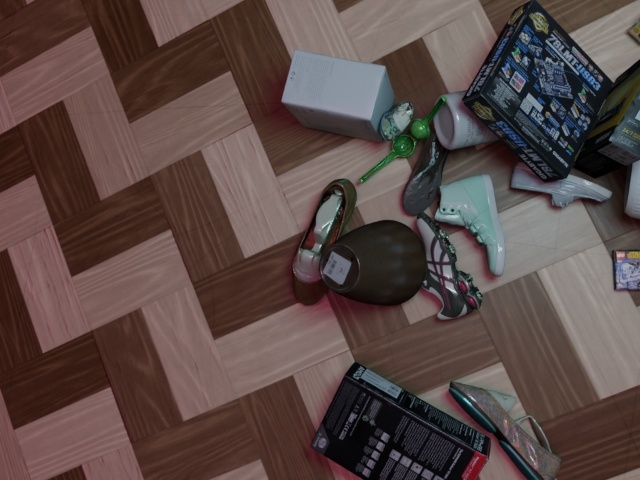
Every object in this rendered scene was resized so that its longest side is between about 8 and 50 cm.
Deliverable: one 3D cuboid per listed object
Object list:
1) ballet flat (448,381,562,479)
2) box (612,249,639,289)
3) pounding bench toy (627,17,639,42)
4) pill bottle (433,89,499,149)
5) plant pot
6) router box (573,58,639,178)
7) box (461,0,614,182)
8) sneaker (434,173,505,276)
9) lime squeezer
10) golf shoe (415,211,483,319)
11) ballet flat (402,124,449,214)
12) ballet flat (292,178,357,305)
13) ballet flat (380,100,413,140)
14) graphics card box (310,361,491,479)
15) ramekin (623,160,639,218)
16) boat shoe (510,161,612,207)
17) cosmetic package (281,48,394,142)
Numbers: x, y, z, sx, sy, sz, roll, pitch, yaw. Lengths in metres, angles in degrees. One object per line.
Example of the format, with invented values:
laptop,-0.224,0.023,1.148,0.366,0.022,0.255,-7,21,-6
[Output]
ballet flat,0.438,0.429,1.444,0.106,0.107,0.316,-40,83,-14
box,0.754,0.067,1.426,0.137,0.027,0.093,-1,87,12
pounding bench toy,0.781,-0.512,1.452,0.083,0.065,0.052,-34,77,-24
pill bottle,0.396,-0.299,1.458,0.229,0.131,0.131,-13,82,-11
plant pot,0.102,0.058,1.437,0.215,0.230,0.215,1,92,34
router box,0.667,-0.274,1.327,0.081,0.309,0.242,30,92,7
box,0.495,-0.333,1.380,0.295,0.073,0.293,37,70,-19
sneaker,0.356,-0.027,1.487,0.151,0.094,0.255,-10,74,6
lime squeezer,0.214,-0.256,1.515,0.310,0.110,0.058,-43,66,37
golf shoe,0.285,0.062,1.496,0.120,0.105,0.272,-29,79,16
ballet flat,0.269,-0.183,1.546,0.084,0.058,0.249,18,96,-12
ballet flat,0.000,0.000,1.551,0.116,0.124,0.342,23,91,14
ballet flat,0.192,-0.299,1.502,0.070,0.188,0.070,7,122,12
graphics card box,0.184,0.482,1.458,0.371,0.094,0.232,27,111,13
ramekin,0.741,-0.139,1.360,0.109,0.207,0.207,7,87,22
boat shoe,0.567,-0.121,1.464,0.228,0.079,0.081,20,99,18
cosmetic package,0.051,-0.348,1.516,0.225,0.224,0.138,13,88,14
